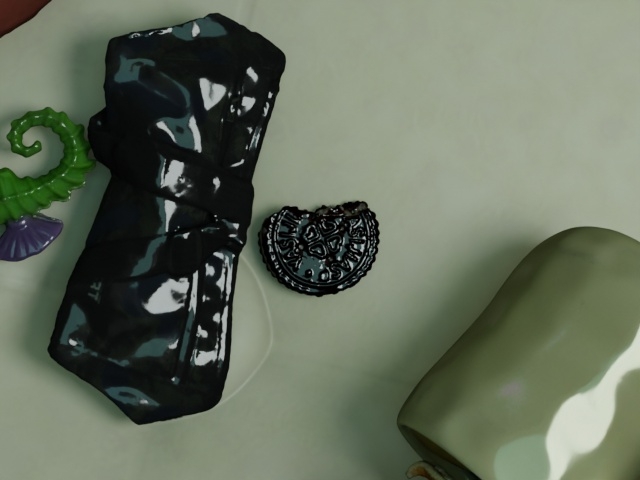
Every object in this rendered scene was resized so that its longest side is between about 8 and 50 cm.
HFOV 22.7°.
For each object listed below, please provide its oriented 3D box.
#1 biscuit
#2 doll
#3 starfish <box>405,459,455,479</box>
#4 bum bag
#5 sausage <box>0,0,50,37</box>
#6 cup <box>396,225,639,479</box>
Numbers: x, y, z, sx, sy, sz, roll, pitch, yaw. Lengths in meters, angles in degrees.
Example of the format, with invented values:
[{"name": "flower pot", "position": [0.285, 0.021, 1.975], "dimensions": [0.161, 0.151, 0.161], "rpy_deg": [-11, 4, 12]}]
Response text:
[{"name": "biscuit", "position": [0.000, 0.000, 1.206], "dimensions": [0.087, 0.027, 0.089], "rpy_deg": [37, 87, -3]}, {"name": "doll", "position": [-0.254, -0.030, 1.181], "dimensions": [0.190, 0.050, 0.115], "rpy_deg": [-25, 97, -6]}, {"name": "starfish", "position": [0.143, 0.259, 1.154], "dimensions": [0.050, 0.138, 0.247], "rpy_deg": [-35, 83, -20]}, {"name": "bum bag", "position": [-0.114, -0.017, 1.179], "dimensions": [0.137, 0.074, 0.310], "rpy_deg": [11, 88, -13]}, {"name": "sausage", "position": [-0.224, -0.251, 1.139], "dimensions": [0.152, 0.152, 0.280], "rpy_deg": [43, 86, -2]}, {"name": "cup", "position": [0.189, 0.107, 1.096], "dimensions": [0.173, 0.255, 0.202], "rpy_deg": [45, 80, -11]}]
